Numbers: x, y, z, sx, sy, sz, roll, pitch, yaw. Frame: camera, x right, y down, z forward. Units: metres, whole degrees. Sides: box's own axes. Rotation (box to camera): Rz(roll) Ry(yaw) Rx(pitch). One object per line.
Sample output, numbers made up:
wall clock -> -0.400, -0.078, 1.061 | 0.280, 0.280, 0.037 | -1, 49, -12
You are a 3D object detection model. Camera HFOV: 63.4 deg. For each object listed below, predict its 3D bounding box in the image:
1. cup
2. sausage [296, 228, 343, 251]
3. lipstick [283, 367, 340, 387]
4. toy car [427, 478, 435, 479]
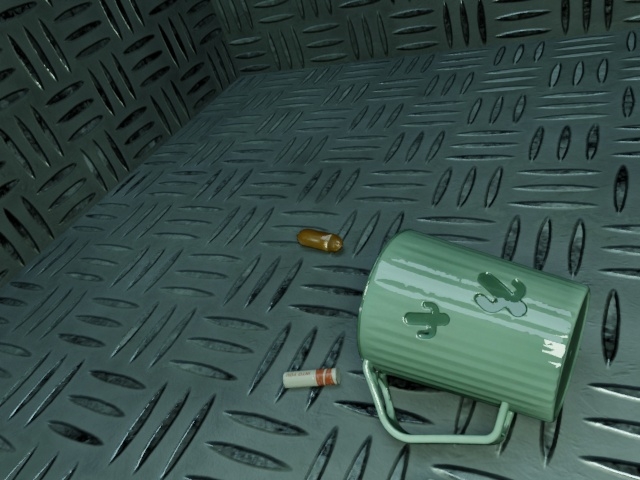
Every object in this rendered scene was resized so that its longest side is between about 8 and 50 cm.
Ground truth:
cup -> 0.291, 0.207, 1.049 | 0.392, 0.401, 0.310 | 15, 15, 32
sausage -> 0.000, 0.000, 1.598 | 0.183, 0.054, 0.062 | 10, 78, 32
lipstick -> -0.020, 0.321, 1.208 | 0.131, 0.038, 0.038 | -9, 38, 15
toy car -> 0.245, 0.494, 0.784 | 0.193, 0.118, 0.301 | -36, 30, -31
